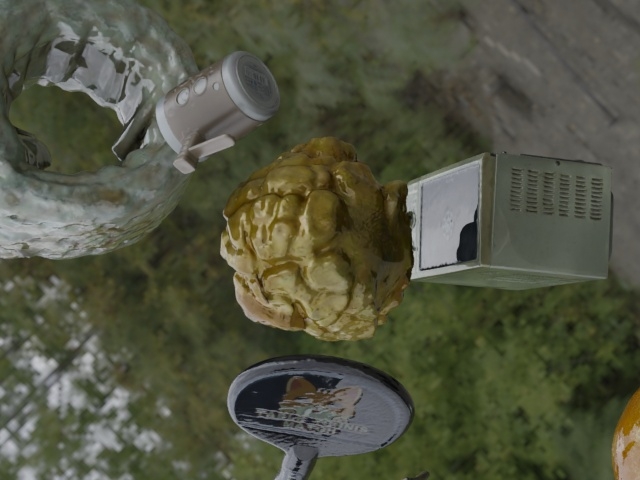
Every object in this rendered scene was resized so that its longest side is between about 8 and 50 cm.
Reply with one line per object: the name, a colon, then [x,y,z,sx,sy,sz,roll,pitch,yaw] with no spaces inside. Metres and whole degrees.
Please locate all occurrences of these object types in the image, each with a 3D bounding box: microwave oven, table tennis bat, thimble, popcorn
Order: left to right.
thimble: [-0.279,-0.122,1.475,0.291,0.291,0.195,46,152,1]
table tennis bat: [-0.007,0.156,1.113,0.150,0.027,0.236,10,144,-6]
popcorn: [0.000,0.000,1.539,0.190,0.250,0.250,9,158,30]
microwave oven: [0.225,-0.020,1.613,0.194,0.145,0.240,2,174,-17]

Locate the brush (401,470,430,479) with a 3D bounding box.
brush: [0.065,0.355,1.729,0.248,0.043,0.036,-44,62,47]

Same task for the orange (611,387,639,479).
orange: [0.293,0.162,0.982,0.159,0.159,0.136,46,148,0]

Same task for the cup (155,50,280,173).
cup: [-0.099,-0.121,1.242,0.074,0.099,0.102,57,-147,-7]
